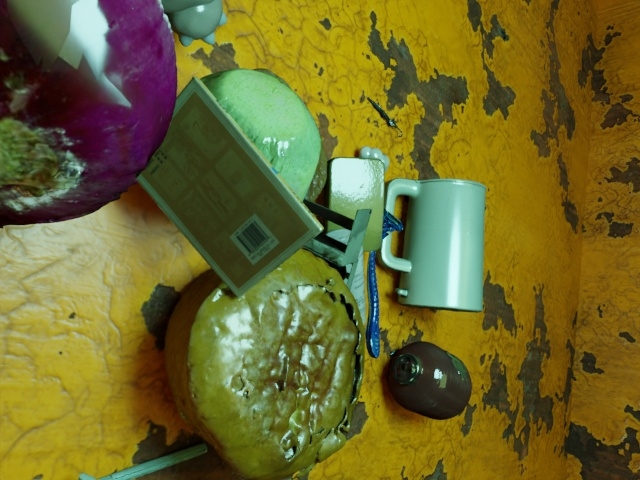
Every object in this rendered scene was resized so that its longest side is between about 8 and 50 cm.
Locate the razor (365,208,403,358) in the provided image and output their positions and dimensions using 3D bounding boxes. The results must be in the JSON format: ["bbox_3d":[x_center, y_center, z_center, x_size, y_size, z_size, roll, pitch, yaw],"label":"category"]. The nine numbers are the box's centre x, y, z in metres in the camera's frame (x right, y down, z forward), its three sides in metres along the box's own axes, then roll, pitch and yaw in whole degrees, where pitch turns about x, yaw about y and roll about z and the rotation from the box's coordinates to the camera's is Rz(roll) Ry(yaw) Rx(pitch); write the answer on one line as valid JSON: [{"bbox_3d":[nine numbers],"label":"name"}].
[{"bbox_3d":[0.125,0.095,1.050,0.093,0.056,0.323,27,67,-50],"label":"razor"}]

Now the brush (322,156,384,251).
[{"bbox_3d":[0.068,-0.075,0.999,0.123,0.059,0.197,0,97,-16],"label":"brush"}]

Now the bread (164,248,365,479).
[{"bbox_3d":[-0.081,0.192,0.786,0.337,0.204,0.358,-40,114,-36],"label":"bread"}]

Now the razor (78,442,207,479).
[{"bbox_3d":[-0.265,0.348,0.716,0.211,0.036,0.084,-2,115,-52],"label":"razor"}]

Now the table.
[{"bbox_3d":[0.000,0.000,0.865,0.063,0.146,0.175,-12,121,-54],"label":"table"}]

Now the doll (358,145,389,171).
[{"bbox_3d":[0.108,-0.140,1.083,0.106,0.062,0.162,35,67,-39],"label":"doll"}]

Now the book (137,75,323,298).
[{"bbox_3d":[-0.131,-0.059,0.610,0.241,0.170,0.018,51,27,-2],"label":"book"}]

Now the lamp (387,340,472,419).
[{"bbox_3d":[0.264,0.343,1.172,0.258,0.180,0.180,35,65,-39],"label":"lamp"}]

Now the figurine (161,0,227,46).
[{"bbox_3d":[-0.260,-0.441,0.601,0.381,0.203,0.248,18,80,-43],"label":"figurine"}]

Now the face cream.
[{"bbox_3d":[0.053,0.111,0.978,0.082,0.082,0.268,-32,127,-42],"label":"face cream"}]

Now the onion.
[{"bbox_3d":[-0.321,-0.214,0.493,0.348,0.348,0.385,32,31,-41],"label":"onion"}]

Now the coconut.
[{"bbox_3d":[-0.115,-0.131,0.699,0.236,0.236,0.204,23,50,-44],"label":"coconut"}]

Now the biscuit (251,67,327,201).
[{"bbox_3d":[-0.098,-0.167,0.877,0.257,0.049,0.272,-47,120,-32],"label":"biscuit"}]

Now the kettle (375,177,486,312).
[{"bbox_3d":[0.281,0.014,1.195,0.205,0.265,0.317,35,61,-76],"label":"kettle"}]

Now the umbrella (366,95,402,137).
[{"bbox_3d":[0.161,-0.310,1.171,0.149,0.022,0.022,42,65,-33],"label":"umbrella"}]
